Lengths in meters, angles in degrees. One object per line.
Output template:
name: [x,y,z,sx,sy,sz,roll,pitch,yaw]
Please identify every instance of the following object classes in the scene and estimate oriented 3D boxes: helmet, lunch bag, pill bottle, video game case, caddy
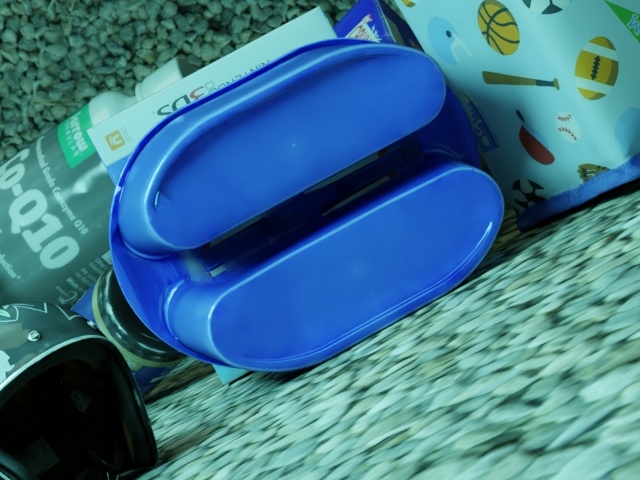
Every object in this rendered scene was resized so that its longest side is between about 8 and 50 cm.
helmet: [-0.216,0.128,1.220,0.169,0.161,0.169,-28,3,2]
lunch bag: [0.279,-0.240,1.495,0.385,0.328,0.239,-31,3,-27]
pill bottle: [-0.265,-0.047,1.935,0.361,0.204,0.204,-35,2,9]
video game case: [-0.045,-0.041,1.507,0.244,0.269,0.061,-28,4,1]
caddy: [-0.012,-0.032,1.386,0.341,0.241,0.179,-28,7,-10]
pill bottle: [-0.218,0.113,1.716,0.123,0.123,0.219,-31,-9,-44]

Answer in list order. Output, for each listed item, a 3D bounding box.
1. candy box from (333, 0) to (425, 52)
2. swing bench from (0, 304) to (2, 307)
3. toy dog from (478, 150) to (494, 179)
candy box: [-0.002,-0.079,1.695,0.317,0.122,0.268,-46,20,16]
swing bench: [-0.442,0.201,1.790,0.253,0.165,0.254,-26,36,14]
toy dog: [0.156,-0.161,1.893,0.161,0.220,0.334,11,18,18]
